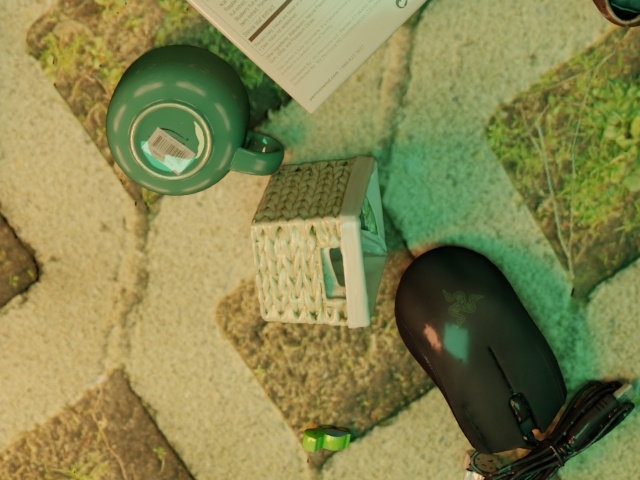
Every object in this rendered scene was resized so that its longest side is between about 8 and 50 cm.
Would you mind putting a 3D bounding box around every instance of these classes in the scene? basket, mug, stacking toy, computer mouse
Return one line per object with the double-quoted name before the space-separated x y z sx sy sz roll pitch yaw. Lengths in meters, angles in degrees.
"basket" 0.000 0.000 1.516 0.103 0.167 0.113 -3 112 10
"mug" -0.120 -0.108 1.507 0.157 0.097 0.129 -8 112 5
"stacking toy" 0.071 0.288 1.691 0.221 0.052 0.167 11 112 -2
"computer mouse" 0.179 0.125 1.588 0.188 0.072 0.272 -38 104 -5

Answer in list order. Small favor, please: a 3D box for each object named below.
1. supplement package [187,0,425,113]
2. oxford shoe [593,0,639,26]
"supplement package" -0.052 -0.286 1.388 0.293 0.177 0.175 42 108 -14
"oxford shoe" 0.307 -0.352 1.366 0.130 0.133 0.364 12 112 10
